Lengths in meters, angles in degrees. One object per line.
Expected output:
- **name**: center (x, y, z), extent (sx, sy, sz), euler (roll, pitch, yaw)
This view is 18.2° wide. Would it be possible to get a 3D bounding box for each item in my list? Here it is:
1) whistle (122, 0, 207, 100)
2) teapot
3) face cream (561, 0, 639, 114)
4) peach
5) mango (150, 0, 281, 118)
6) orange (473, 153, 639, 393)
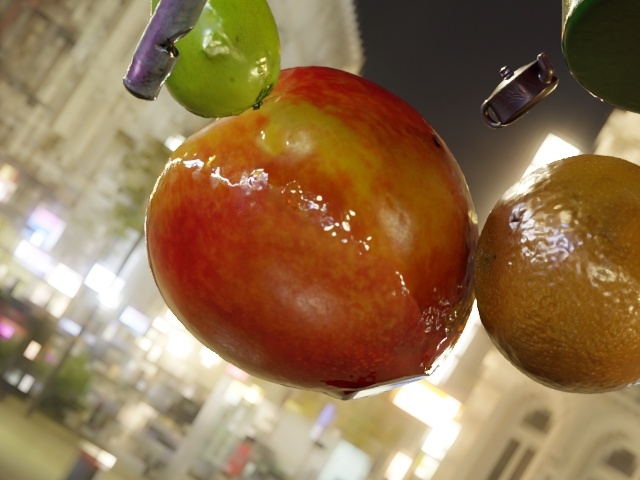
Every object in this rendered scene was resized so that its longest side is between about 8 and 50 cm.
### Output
- **whistle**: center (-0.098, -0.182, 1.469), extent (0.033, 0.176, 0.033), euler (25, 22, -11)
- **teapot**: center (0.178, -0.137, 1.812), extent (0.045, 0.068, 0.100), euler (53, -46, 3)
- **face cream**: center (0.293, -0.296, 1.564), extent (0.219, 0.357, 0.312), euler (-3, -30, 9)
- **peach**: center (0.000, 0.000, 2.194), extent (0.388, 0.388, 0.388), euler (31, -6, 4)
- **mango**: center (-0.105, -0.203, 1.899), extent (0.100, 0.119, 0.178), euler (123, -54, -75)
- **orange**: center (0.288, 0.035, 2.074), extent (0.264, 0.264, 0.264), euler (31, -6, 4)
